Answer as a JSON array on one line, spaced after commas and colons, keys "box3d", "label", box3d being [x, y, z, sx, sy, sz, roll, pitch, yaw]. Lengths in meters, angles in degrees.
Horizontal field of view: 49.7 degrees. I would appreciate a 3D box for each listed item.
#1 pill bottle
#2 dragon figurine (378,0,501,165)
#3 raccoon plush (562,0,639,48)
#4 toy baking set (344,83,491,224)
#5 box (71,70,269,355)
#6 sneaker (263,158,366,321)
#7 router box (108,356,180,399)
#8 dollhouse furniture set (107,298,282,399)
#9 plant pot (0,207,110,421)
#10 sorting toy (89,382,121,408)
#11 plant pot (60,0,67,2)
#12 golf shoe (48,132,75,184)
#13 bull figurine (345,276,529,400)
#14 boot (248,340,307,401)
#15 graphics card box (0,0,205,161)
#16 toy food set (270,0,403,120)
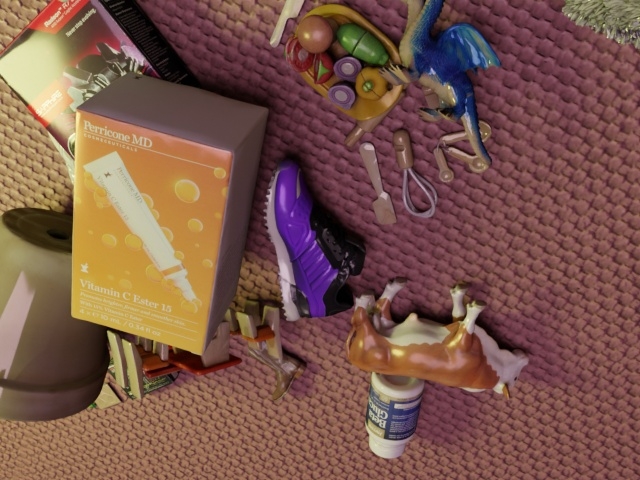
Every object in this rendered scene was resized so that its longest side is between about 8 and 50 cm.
[{"box3d": [0.130, 0.306, 1.243, 0.094, 0.094, 0.169, 10, 120, 10], "label": "pill bottle"}, {"box3d": [0.178, -0.235, 0.921, 0.289, 0.085, 0.144, 42, 86, -12], "label": "dragon figurine"}, {"box3d": [0.331, -0.278, 0.751, 0.446, 0.299, 0.216, -2, 117, 17], "label": "raccoon plush"}, {"box3d": [0.138, -0.134, 1.039, 0.197, 0.030, 0.256, 44, 120, -10], "label": "toy baking set"}, {"box3d": [-0.223, -0.036, 1.007, 0.215, 0.168, 0.345, 16, 122, 4], "label": "box"}, {"box3d": [0.000, 0.000, 1.118, 0.146, 0.102, 0.293, -1, 122, 12], "label": "sneaker"}, {"box3d": [-0.357, 0.259, 1.385, 0.122, 0.038, 0.092, -25, 109, 25], "label": "router box"}, {"box3d": [-0.230, 0.193, 1.197, 0.259, 0.262, 0.135, 6, 104, 56], "label": "dollhouse furniture set"}, {"box3d": [-0.502, 0.105, 1.215, 0.323, 0.323, 0.280, 24, 105, 2], "label": "plant pot"}, {"box3d": [-0.471, 0.333, 1.472, 0.083, 0.012, 0.062, -22, 115, 21], "label": "sorting toy"}, {"box3d": [-0.302, -0.482, 0.842, 0.248, 0.252, 0.247, 36, 120, -5], "label": "plant pot"}, {"box3d": [-0.413, -0.127, 1.178, 0.086, 0.069, 0.176, -27, 107, 32], "label": "golf shoe"}, {"box3d": [0.193, 0.167, 1.149, 0.310, 0.101, 0.188, 3, 113, 10], "label": "bull figurine"}, {"box3d": [-0.099, 0.238, 1.303, 0.114, 0.037, 0.106, 34, 108, -8], "label": "boot"}, {"box3d": [-0.306, -0.204, 1.088, 0.232, 0.094, 0.371, -30, 108, 26], "label": "graphics card box"}, {"box3d": [0.013, -0.257, 0.966, 0.218, 0.071, 0.128, 39, 122, 3], "label": "toy food set"}]
